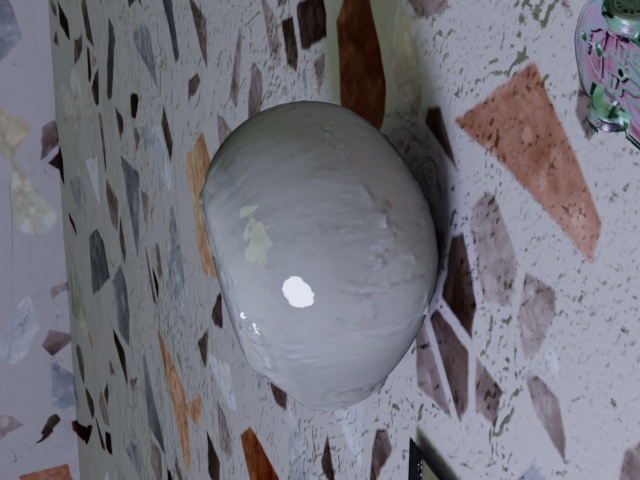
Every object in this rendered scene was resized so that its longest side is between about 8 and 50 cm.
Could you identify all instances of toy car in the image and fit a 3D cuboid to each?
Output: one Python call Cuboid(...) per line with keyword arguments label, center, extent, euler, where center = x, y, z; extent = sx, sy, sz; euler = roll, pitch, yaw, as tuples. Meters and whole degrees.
Cuboid(label="toy car", center=(0.168, -0.062, 0.719), extent=(0.142, 0.055, 0.069), euler=(52, 155, 39))

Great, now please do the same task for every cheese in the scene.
Cuboid(label="cheese", center=(0.000, 0.000, 1.088), extent=(0.189, 0.154, 0.198), euler=(74, 177, -68))

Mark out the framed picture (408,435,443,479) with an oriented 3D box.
Cuboid(label="framed picture", center=(0.099, 0.267, 1.132), extent=(0.199, 0.010, 0.195), euler=(-130, 37, -59))
